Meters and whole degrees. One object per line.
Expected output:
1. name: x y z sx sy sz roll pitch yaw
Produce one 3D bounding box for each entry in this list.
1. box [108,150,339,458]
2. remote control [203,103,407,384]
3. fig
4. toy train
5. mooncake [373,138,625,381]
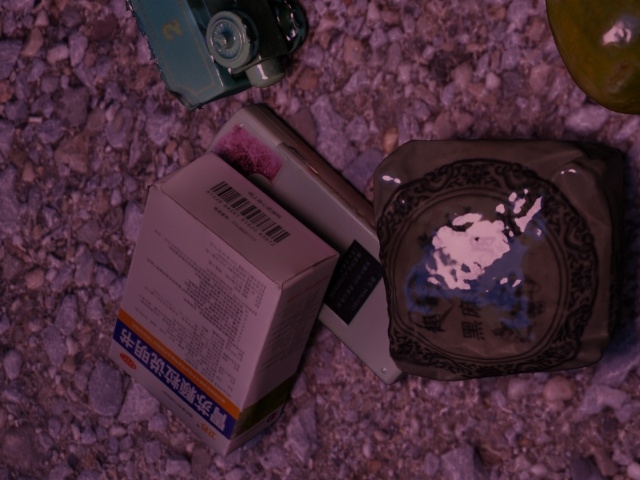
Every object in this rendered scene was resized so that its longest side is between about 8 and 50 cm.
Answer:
1. box: -0.116 0.075 2.072 0.200 0.106 0.299 39 137 20
2. remote control: 0.001 0.000 2.050 0.344 0.050 0.145 45 122 15
3. fig: 0.288 -0.228 1.732 0.167 0.167 0.233 -40 86 34
4. toy train: -0.119 -0.254 2.032 0.163 0.112 0.203 -24 88 42
5. mooncake: 0.184 0.020 1.861 0.250 0.136 0.254 -2 101 21
